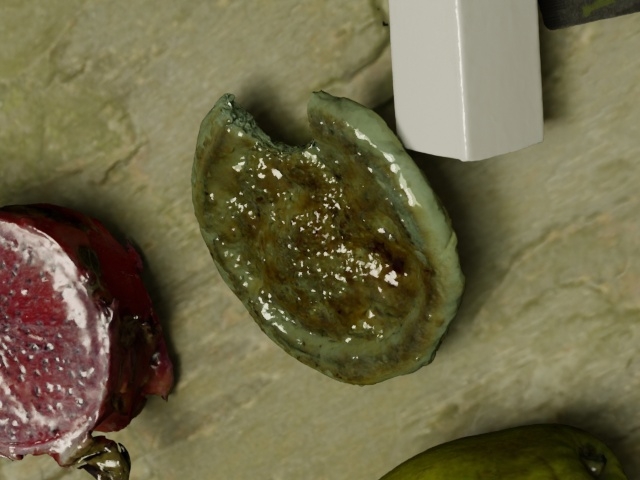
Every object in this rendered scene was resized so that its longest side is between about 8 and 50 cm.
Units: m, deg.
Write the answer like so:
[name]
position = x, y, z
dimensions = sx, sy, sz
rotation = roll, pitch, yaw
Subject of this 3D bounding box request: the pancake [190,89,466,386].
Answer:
[pancake]
position = 0.000, 0.000, 1.229
dimensions = 0.254, 0.037, 0.253
rotation = 21, 128, 30

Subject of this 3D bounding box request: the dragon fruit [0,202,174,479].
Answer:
[dragon fruit]
position = -0.229, 0.077, 1.352
dimensions = 0.211, 0.147, 0.282
rotation = -34, 93, 21

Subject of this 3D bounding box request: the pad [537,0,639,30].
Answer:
[pad]
position = 0.168, -0.249, 1.088
dimensions = 0.143, 0.003, 0.211
rotation = -5, 106, 56

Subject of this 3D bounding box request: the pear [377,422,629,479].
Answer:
[pear]
position = 0.117, 0.245, 1.192
dimensions = 0.212, 0.212, 0.269
rotation = 47, 115, 5

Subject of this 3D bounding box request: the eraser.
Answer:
[eraser]
position = 0.093, -0.209, 1.119
dimensions = 0.078, 0.076, 0.298
rotation = 15, 115, 52
